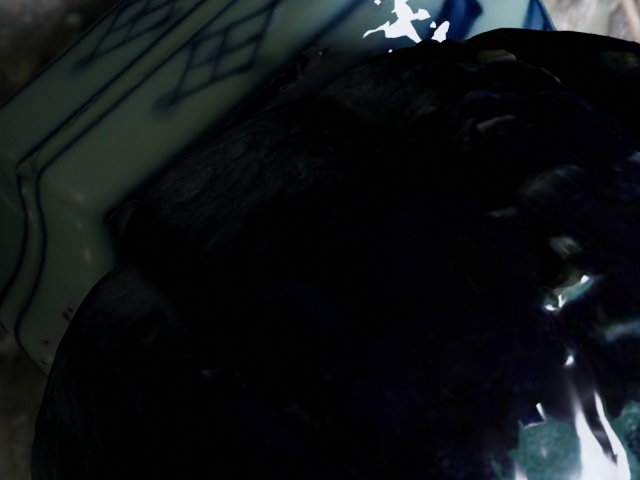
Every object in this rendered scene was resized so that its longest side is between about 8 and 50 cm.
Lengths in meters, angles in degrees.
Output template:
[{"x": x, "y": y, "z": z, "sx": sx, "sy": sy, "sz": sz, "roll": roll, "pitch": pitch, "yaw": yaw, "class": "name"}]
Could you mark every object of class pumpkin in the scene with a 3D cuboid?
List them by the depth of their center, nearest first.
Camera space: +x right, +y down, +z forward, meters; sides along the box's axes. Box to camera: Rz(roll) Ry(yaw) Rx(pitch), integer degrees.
[{"x": 0.070, "y": 0.098, "z": 0.645, "sx": 0.363, "sy": 0.266, "sz": 0.363, "roll": -11, "pitch": 116, "yaw": -24, "class": "pumpkin"}]

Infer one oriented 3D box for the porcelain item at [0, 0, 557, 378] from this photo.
[{"x": 0.000, "y": 0.000, "z": 0.823, "sx": 0.281, "sy": 0.157, "sz": 0.286, "roll": -41, "pitch": 127, "yaw": -11, "class": "porcelain item"}]
